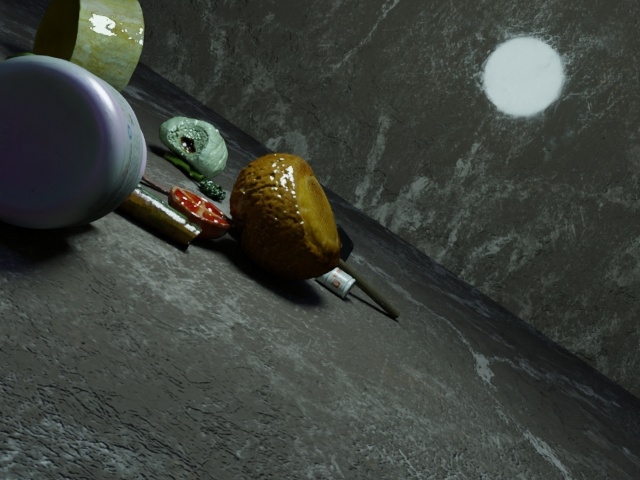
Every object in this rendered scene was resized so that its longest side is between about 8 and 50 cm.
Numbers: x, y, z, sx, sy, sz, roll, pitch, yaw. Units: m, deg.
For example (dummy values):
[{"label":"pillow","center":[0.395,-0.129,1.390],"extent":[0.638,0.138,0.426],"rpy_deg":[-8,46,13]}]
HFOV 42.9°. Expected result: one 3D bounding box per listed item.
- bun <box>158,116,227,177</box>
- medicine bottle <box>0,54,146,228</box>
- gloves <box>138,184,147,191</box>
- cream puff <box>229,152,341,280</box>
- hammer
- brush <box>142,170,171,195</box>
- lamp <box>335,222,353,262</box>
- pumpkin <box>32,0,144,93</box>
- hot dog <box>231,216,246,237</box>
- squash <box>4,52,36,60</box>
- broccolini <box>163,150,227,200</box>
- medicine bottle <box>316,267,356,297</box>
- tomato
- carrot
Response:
[{"label":"bun","center":[-0.351,-0.275,2.311],"extent":[0.212,0.126,0.204],"rpy_deg":[42,-10,-21]},{"label":"medicine bottle","center":[-0.412,-0.148,1.310],"extent":[0.256,0.256,0.325],"rpy_deg":[32,2,-1]},{"label":"gloves","center":[-0.385,-0.097,1.697],"extent":[0.064,0.026,0.086],"rpy_deg":[16,-33,16]},{"label":"cream puff","center":[-0.089,-0.048,1.846],"extent":[0.303,0.212,0.303],"rpy_deg":[53,25,-40]},{"label":"hammer","center":[0.074,0.080,2.100],"extent":[0.365,0.043,0.111],"rpy_deg":[42,-14,-17]},{"label":"brush","center":[-0.461,-0.181,1.889],"extent":[0.301,0.071,0.084],"rpy_deg":[36,23,-35]},{"label":"lamp","center":[-0.006,0.004,2.289],"extent":[0.283,0.124,0.203],"rpy_deg":[41,-8,50]},{"label":"pumpkin","center":[-0.673,-0.575,2.315],"extent":[0.332,0.332,0.199],"rpy_deg":[40,14,37]},{"label":"hot dog","center":[-0.149,-0.054,2.049],"extent":[0.160,0.099,0.227],"rpy_deg":[63,8,-4]},{"label":"squash","center":[-0.763,-0.450,2.071],"extent":[0.052,0.052,0.183],"rpy_deg":[23,-10,-42]},{"label":"broccolini","center":[-0.357,-0.176,2.251],"extent":[0.254,0.071,0.057],"rpy_deg":[31,45,32]},{"label":"medicine bottle","center":[0.038,0.099,2.041],"extent":[0.089,0.057,0.057],"rpy_deg":[34,11,10]},{"label":"tomato","center":[-0.275,-0.050,1.771],"extent":[0.155,0.069,0.155],"rpy_deg":[33,13,-9]},{"label":"carrot","center":[-0.360,-0.071,1.639],"extent":[0.260,0.070,0.070],"rpy_deg":[32,10,-7]}]
